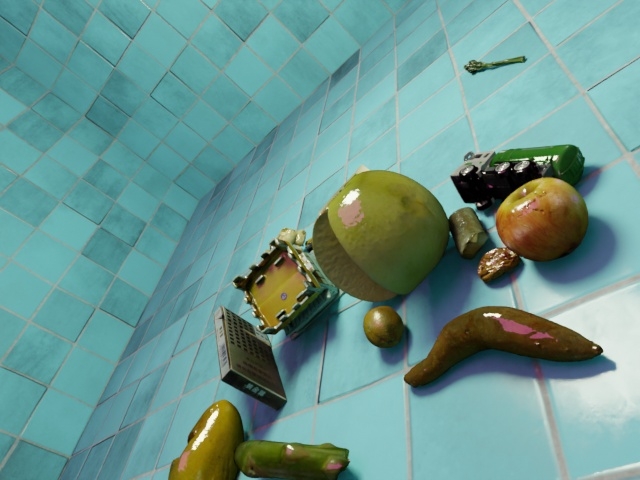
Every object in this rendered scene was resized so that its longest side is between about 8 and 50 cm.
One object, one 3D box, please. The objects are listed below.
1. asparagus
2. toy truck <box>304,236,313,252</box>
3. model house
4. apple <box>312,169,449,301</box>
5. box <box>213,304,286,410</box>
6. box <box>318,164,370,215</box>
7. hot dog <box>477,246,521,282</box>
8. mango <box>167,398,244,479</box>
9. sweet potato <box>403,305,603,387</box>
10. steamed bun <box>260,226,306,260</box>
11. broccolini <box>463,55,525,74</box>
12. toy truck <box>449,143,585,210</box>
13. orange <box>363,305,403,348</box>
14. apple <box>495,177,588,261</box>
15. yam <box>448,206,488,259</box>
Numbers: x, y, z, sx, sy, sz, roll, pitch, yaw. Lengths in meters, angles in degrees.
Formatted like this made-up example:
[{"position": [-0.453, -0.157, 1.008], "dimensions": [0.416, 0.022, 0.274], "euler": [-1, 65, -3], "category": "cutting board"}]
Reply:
[{"position": [-0.051, 0.442, 0.901], "dimensions": [0.342, 0.085, 0.082], "euler": [-21, 27, 39], "category": "asparagus"}, {"position": [0.000, 0.000, 1.448], "dimensions": [0.123, 0.052, 0.063], "euler": [-37, 22, 32], "category": "toy truck"}, {"position": [-0.081, 0.136, 1.209], "dimensions": [0.224, 0.215, 0.198], "euler": [-46, 57, 14], "category": "model house"}, {"position": [0.124, -0.009, 0.977], "dimensions": [0.292, 0.254, 0.292], "euler": [-47, 2, 3], "category": "apple"}, {"position": [-0.200, 0.306, 1.219], "dimensions": [0.047, 0.180, 0.325], "euler": [-50, 25, 6], "category": "box"}, {"position": [0.110, -0.105, 1.355], "dimensions": [0.212, 0.095, 0.168], "euler": [-48, 27, 9], "category": "box"}, {"position": [0.330, 0.045, 0.840], "dimensions": [0.083, 0.035, 0.058], "euler": [-37, 24, 28], "category": "hot dog"}, {"position": [-0.268, 0.522, 1.082], "dimensions": [0.129, 0.167, 0.262], "euler": [-11, 41, 35], "category": "mango"}, {"position": [0.264, 0.166, 0.740], "dimensions": [0.346, 0.079, 0.109], "euler": [-31, 44, 44], "category": "sweet potato"}, {"position": [-0.134, 0.050, 1.502], "dimensions": [0.177, 0.106, 0.193], "euler": [-40, 30, 62], "category": "steamed bun"}, {"position": [0.501, -0.515, 1.308], "dimensions": [0.044, 0.042, 0.218], "euler": [-53, 26, -2], "category": "broccolini"}, {"position": [0.389, -0.133, 0.903], "dimensions": [0.125, 0.101, 0.242], "euler": [-46, 25, -19], "category": "toy truck"}, {"position": [0.131, 0.182, 0.939], "dimensions": [0.085, 0.085, 0.095], "euler": [-46, 23, 13], "category": "orange"}, {"position": [0.378, -0.030, 0.765], "dimensions": [0.146, 0.146, 0.147], "euler": [-39, 27, 25], "category": "apple"}, {"position": [0.307, -0.015, 0.927], "dimensions": [0.069, 0.069, 0.147], "euler": [-40, 26, 24], "category": "yam"}]
